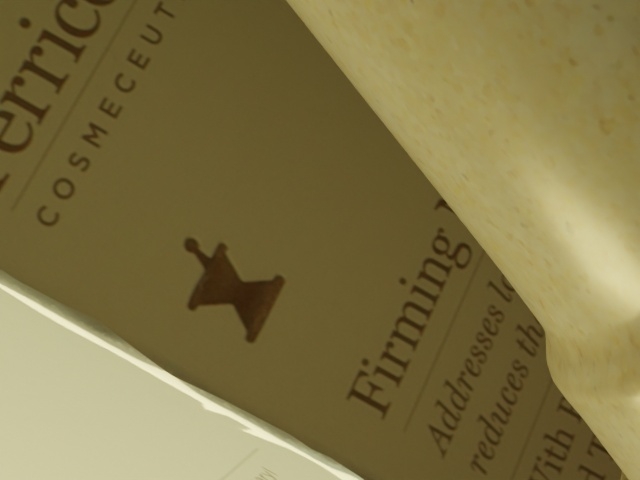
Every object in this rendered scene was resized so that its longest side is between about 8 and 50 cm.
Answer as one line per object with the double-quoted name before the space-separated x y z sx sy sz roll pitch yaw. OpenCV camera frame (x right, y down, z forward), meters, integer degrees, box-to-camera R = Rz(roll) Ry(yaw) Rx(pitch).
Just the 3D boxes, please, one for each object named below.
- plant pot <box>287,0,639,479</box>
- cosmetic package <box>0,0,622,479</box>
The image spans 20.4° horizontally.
"plant pot" 0.100 -0.133 0.471 0.305 0.334 0.334 44 169 -4
"cosmetic package" 0.000 0.000 0.899 0.393 0.329 0.327 29 154 -7
